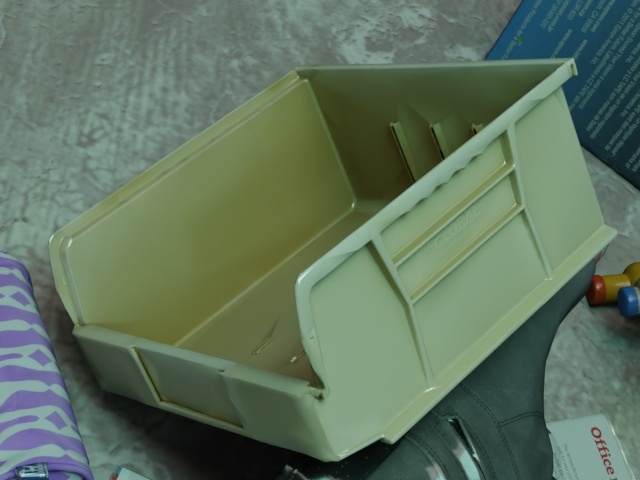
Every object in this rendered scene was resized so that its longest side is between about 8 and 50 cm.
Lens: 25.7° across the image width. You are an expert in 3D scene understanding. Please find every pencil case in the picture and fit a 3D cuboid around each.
[{"bbox_3d":[-0.204,0.097,0.878,0.088,0.086,0.206,-12,45,-16],"label":"pencil case"}]

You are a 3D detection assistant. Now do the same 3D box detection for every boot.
[{"bbox_3d":[0.132,0.152,0.894,0.223,0.118,0.338,40,56,12],"label":"boot"}]

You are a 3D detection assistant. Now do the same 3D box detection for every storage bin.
[{"bbox_3d":[0.000,0.000,0.886,0.260,0.262,0.123,-38,117,-31],"label":"storage bin"}]

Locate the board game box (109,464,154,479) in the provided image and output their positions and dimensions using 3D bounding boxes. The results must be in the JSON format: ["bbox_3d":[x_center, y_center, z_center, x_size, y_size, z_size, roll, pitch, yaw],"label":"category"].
[{"bbox_3d":[-0.044,0.330,0.800,0.308,0.086,0.302,25,53,-2],"label":"board game box"}]

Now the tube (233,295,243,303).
[{"bbox_3d":[0.019,0.063,1.022,0.240,0.070,0.062,-4,96,-16],"label":"tube"}]

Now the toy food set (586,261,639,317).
[{"bbox_3d":[0.286,0.102,1.061,0.105,0.111,0.232,-6,60,-9],"label":"toy food set"}]

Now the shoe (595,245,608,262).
[{"bbox_3d":[0.145,-0.025,1.120,0.178,0.063,0.081,38,48,2],"label":"shoe"}]

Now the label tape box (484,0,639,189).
[{"bbox_3d":[0.331,-0.142,1.157,0.334,0.240,0.106,40,52,8],"label":"label tape box"}]

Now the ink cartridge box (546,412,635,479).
[{"bbox_3d":[0.151,0.185,0.985,0.135,0.056,0.099,-6,60,-22],"label":"ink cartridge box"}]
